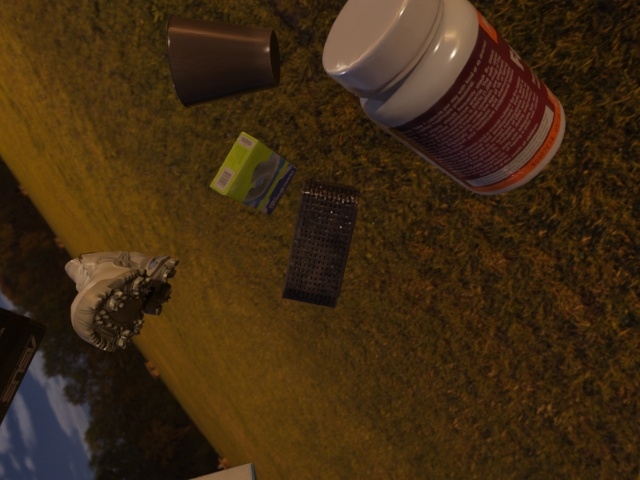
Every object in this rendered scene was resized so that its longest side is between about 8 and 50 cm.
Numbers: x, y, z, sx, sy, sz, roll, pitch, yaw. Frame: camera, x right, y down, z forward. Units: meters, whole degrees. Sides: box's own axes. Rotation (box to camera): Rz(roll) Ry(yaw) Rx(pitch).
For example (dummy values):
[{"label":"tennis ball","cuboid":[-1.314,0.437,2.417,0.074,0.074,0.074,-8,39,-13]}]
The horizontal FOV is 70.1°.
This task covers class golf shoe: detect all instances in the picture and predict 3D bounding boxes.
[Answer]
[{"label":"golf shoe","cuboid":[-0.187,0.043,0.395,0.086,0.069,0.176,16,-178,-6]}]

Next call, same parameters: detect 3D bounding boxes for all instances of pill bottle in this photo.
[{"label":"pill bottle","cuboid":[0.210,-0.252,0.762,0.393,0.223,0.224,25,171,-33]}]

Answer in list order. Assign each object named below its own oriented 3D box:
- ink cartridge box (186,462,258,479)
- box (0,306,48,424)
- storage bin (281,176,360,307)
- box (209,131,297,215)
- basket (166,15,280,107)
[{"label":"ink cartridge box","cuboid":[-0.107,0.335,0.438,0.078,0.134,0.230,-118,19,-60]},{"label":"box","cuboid":[-0.510,0.244,0.515,0.097,0.394,0.318,17,158,-1]},{"label":"storage bin","cuboid":[0.000,0.000,0.704,0.122,0.085,0.180,-87,9,-79]},{"label":"box","cuboid":[-0.110,-0.111,0.821,0.043,0.108,0.178,33,-176,23]},{"label":"basket","cuboid":[-0.216,-0.417,1.064,0.154,0.227,0.204,-79,-12,-62]}]
